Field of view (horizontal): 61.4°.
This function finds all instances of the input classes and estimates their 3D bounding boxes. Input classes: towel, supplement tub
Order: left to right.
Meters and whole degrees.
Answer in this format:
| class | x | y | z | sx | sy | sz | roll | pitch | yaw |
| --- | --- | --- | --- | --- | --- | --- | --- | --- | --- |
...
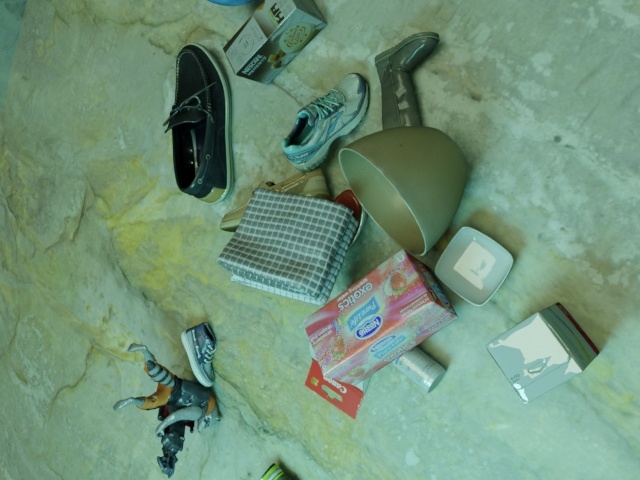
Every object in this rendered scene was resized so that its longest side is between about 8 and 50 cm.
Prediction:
| class | x | y | z | sx | sy | sz | roll | pitch | yaw |
| --- | --- | --- | --- | --- | --- | --- | --- | --- | --- |
| towel | -0.082 | 0.005 | 1.272 | 0.284 | 0.121 | 0.235 | 13 | 72 | 24 |
| supplement tub | 0.225 | 0.291 | 1.240 | 0.107 | 0.071 | 0.071 | 37 | 111 | 28 |

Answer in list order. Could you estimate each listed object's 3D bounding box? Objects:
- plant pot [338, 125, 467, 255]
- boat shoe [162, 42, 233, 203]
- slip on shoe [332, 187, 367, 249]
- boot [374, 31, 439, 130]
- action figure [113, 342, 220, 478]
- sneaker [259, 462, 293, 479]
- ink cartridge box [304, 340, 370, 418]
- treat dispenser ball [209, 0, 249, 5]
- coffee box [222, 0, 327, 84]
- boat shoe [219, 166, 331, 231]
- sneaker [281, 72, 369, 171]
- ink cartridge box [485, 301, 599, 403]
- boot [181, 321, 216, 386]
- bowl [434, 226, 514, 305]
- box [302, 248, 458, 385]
| class | x | y | z | sx | sy | sz | roll | pitch | yaw |
| --- | --- | --- | --- | --- | --- | --- | --- | --- | --- |
| plant pot | 0.200 | -0.136 | 1.163 | 0.191 | 0.284 | 0.284 | -38 | 65 | -9 |
| boat shoe | -0.373 | -0.358 | 1.606 | 0.187 | 0.156 | 0.499 | -11 | 83 | 37 |
| slip on shoe | 0.000 | 0.000 | 1.379 | 0.331 | 0.101 | 0.123 | -48 | 63 | 24 |
| boot | 0.206 | -0.350 | 1.246 | 0.190 | 0.076 | 0.208 | -17 | 73 | 48 |
| action figure | -0.423 | 0.481 | 1.556 | 0.179 | 0.330 | 0.341 | -38 | 38 | 16 |
| sneaker | -0.132 | 0.775 | 1.477 | 0.121 | 0.111 | 0.299 | 20 | 104 | 29 |
| ink cartridge box | 0.042 | 0.323 | 1.381 | 0.181 | 0.056 | 0.224 | 27 | 104 | 32 |
| treat dispenser ball | -0.251 | -0.780 | 1.433 | 0.288 | 0.288 | 0.288 | 0 | 91 | 35 |
| coffee box | -0.124 | -0.543 | 1.436 | 0.246 | 0.141 | 0.098 | -36 | 71 | 29 |
| boat shoe | -0.129 | -0.103 | 1.465 | 0.341 | 0.122 | 0.110 | -17 | 76 | 24 |
| sneaker | 0.011 | -0.302 | 1.329 | 0.110 | 0.122 | 0.283 | 38 | 93 | 32 |
| ink cartridge box | 0.427 | 0.210 | 1.033 | 0.128 | 0.176 | 0.127 | -43 | 67 | 27 |
| boot | -0.353 | 0.349 | 1.653 | 0.086 | 0.069 | 0.189 | -27 | 86 | 13 |
| bowl | 0.339 | 0.054 | 1.169 | 0.142 | 0.053 | 0.142 | 40 | 112 | 29 |
| box | 0.130 | 0.179 | 1.210 | 0.300 | 0.142 | 0.154 | -37 | 52 | 18 |
